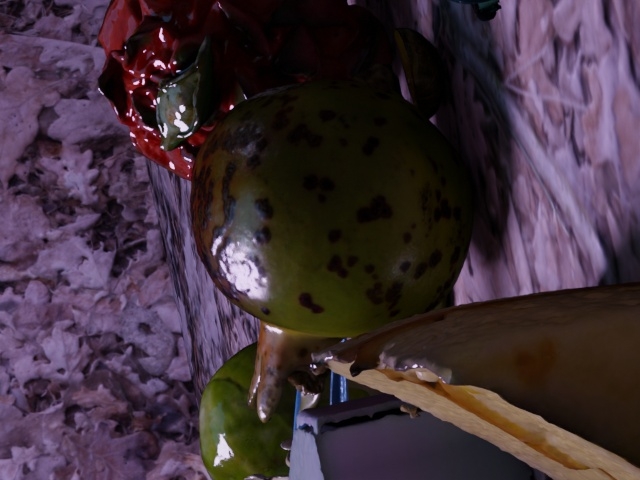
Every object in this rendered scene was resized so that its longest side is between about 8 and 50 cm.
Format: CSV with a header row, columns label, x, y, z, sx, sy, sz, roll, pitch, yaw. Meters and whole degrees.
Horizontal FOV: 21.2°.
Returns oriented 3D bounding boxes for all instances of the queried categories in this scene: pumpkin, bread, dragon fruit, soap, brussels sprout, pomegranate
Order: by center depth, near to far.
label,x,y,z,sx,sy,sz,roll,pitch,yaw
bread,0.100,0.096,0.855,0.240,0.178,0.135,171,90,-78
pomegranate,0.004,0.002,1.196,0.198,0.198,0.246,-113,23,-52
pumpkin,0.073,-0.118,1.209,0.083,0.028,0.050,81,172,-56
soap,0.082,0.326,1.227,0.261,0.156,0.446,178,83,-79
dragon fruit,-0.046,-0.156,1.362,0.234,0.293,0.233,21,132,26
brussels sprout,-0.027,0.170,1.596,0.144,0.181,0.161,157,112,-72

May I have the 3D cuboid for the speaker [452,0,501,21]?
label,x,y,z,sx,sy,sz,roll,pitch,yaw
speaker,0.095,-0.174,1.007,0.094,0.060,0.075,30,-140,-56

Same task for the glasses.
label,x,y,z,sx,sy,sz,roll,pitch,yaw
glasses,0.027,0.104,1.415,0.189,0.088,0.220,-21,-49,-79

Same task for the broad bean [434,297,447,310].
label,x,y,z,sx,sy,sz,roll,pitch,yaw
broad bean,0.072,0.112,1.353,0.075,0.067,0.325,35,136,43
